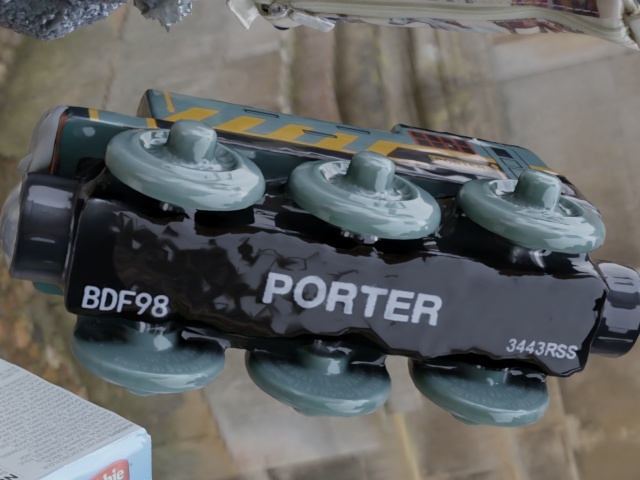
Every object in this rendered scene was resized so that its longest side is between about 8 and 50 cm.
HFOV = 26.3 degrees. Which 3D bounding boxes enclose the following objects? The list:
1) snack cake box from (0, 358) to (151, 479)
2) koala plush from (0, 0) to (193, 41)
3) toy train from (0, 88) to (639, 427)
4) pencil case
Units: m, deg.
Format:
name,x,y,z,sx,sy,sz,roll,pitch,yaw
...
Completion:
name,x,y,z,sx,sy,sz,roll,pitch,yaw
snack cake box,-0.203,0.127,0.477,0.264,0.152,0.089,-23,123,-45
koala plush,-0.133,-0.201,0.776,0.196,0.203,0.221,50,-5,-22
toy train,0.000,0.000,0.723,0.190,0.334,0.142,-117,-143,-65
pencil case,0.122,-0.258,1.242,0.160,0.410,0.183,44,59,-58
